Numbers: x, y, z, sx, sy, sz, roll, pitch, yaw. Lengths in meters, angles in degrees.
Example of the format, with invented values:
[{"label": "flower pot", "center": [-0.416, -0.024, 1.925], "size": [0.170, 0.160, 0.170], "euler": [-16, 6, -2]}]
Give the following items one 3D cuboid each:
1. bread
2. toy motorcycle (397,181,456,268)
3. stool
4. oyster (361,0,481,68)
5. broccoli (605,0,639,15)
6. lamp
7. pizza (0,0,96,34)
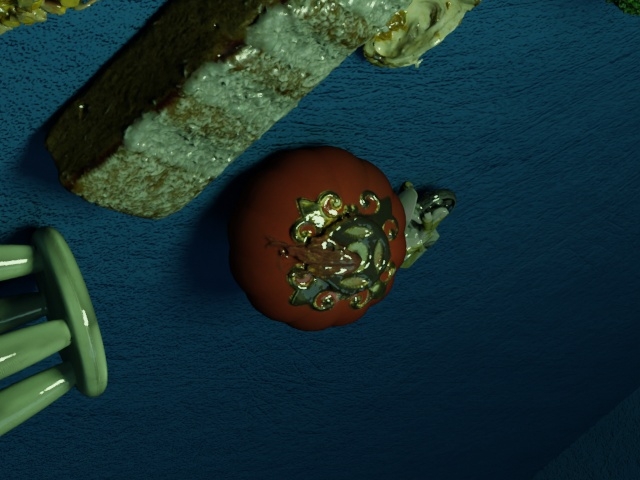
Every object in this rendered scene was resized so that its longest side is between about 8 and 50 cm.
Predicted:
[{"label": "bread", "center": [-0.084, -0.181, 1.362], "size": [0.416, 0.113, 0.165], "euler": [-41, 150, 20]}, {"label": "toy motorcycle", "center": [0.085, 0.004, 1.907], "size": [0.152, 0.073, 0.225], "euler": [-1, 141, -42]}, {"label": "stool", "center": [-0.351, 0.099, 1.480], "size": [0.198, 0.195, 0.195], "euler": [-16, 151, -20]}, {"label": "oyster", "center": [0.106, -0.252, 1.507], "size": [0.105, 0.056, 0.177], "euler": [1, 140, -30]}, {"label": "broccoli", "center": [0.417, -0.354, 1.423], "size": [0.297, 0.297, 0.298], "euler": [-20, 119, -42]}, {"label": "lamp", "center": [0.000, 0.000, 1.648], "size": [0.227, 0.227, 0.227], "euler": [-25, 153, -14]}, {"label": "pizza", "center": [-0.270, -0.212, 1.161], "size": [0.226, 0.069, 0.147], "euler": [-3, 140, -44]}]
